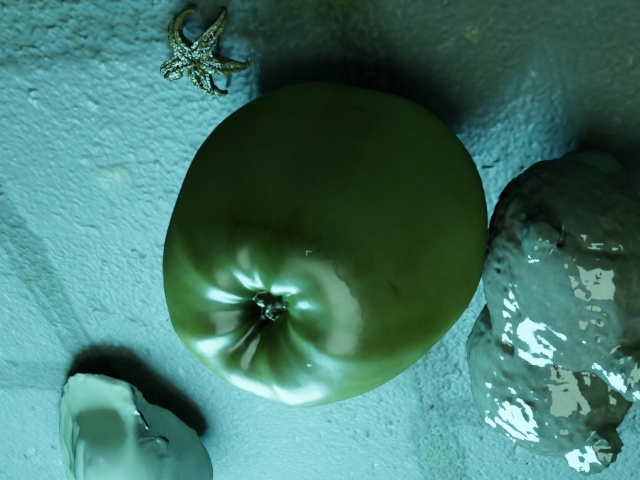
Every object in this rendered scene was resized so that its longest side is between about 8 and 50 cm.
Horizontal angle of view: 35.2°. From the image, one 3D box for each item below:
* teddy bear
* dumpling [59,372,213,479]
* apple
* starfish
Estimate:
[{"bbox_3d":[0.209,0.062,0.842,0.151,0.236,0.267,-20,128,-22],"label":"teddy bear"},{"bbox_3d":[-0.242,0.277,1.260,0.227,0.243,0.175,2,180,38],"label":"dumpling"},{"bbox_3d":[0.000,0.000,0.810,0.263,0.262,0.262,7,138,7],"label":"apple"},{"bbox_3d":[-0.098,-0.149,0.830,0.078,0.028,0.091,-7,139,18],"label":"starfish"}]
